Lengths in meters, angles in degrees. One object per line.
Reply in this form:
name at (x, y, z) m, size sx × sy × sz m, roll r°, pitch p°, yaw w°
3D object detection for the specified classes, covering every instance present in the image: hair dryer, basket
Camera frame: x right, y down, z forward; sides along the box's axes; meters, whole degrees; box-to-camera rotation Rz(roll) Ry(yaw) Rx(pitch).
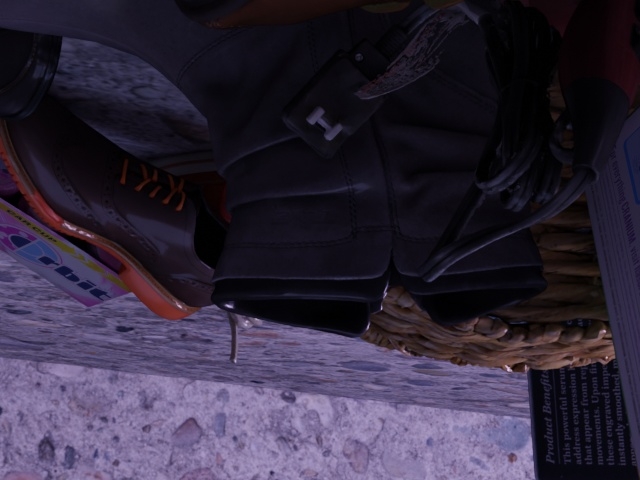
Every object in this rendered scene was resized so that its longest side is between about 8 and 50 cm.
hair dryer at (0.134, -0.094, 0.624) m, size 0.080 × 0.293 × 0.223 m, roll 51°, pitch 177°, yaw -32°
basket at (0.102, -0.016, 0.942) m, size 0.299 × 0.213 × 0.223 m, roll 8°, pitch 165°, yaw -14°

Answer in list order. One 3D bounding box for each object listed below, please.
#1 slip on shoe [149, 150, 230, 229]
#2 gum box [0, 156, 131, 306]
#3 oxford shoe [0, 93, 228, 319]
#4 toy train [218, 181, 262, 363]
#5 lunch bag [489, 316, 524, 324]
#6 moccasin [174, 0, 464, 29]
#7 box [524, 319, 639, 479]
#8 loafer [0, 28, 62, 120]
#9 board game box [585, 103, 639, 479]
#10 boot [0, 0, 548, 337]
slip on shoe at (-0.067, -0.019, 1.229) m, size 0.331 × 0.101 × 0.123 m, roll -3°, pitch 167°, yaw 34°
gum box at (-0.243, -0.023, 1.225) m, size 0.188 × 0.062 × 0.107 m, roll 36°, pitch 152°, yaw -22°
oxford shoe at (-0.151, -0.041, 1.115) m, size 0.098 × 0.097 × 0.271 m, roll -19°, pitch 137°, yaw 28°
toy train at (0.000, 0.000, 1.021) m, size 0.143 × 0.248 × 0.105 m, roll -2°, pitch 132°, yaw -5°
lunch bag at (0.228, 0.056, 1.485) m, size 0.176 × 0.090 × 0.219 m, roll 1°, pitch 166°, yaw 23°
moccasin at (0.077, -0.157, 0.530) m, size 0.147 × 0.139 × 0.380 m, roll -8°, pitch 173°, yaw -32°
box at (0.423, 0.103, 1.237) m, size 0.293 × 0.212 × 0.395 m, roll 1°, pitch 174°, yaw -45°
loafer at (-0.231, -0.116, 0.960) m, size 0.061 × 0.062 × 0.170 m, roll 19°, pitch 160°, yaw -32°
board game box at (0.250, -0.014, 0.665) m, size 0.064 × 0.242 × 0.316 m, roll 8°, pitch 149°, yaw -22°
boot at (-0.045, -0.067, 0.747) m, size 0.338 × 0.223 × 0.118 m, roll 3°, pitch 167°, yaw 6°
